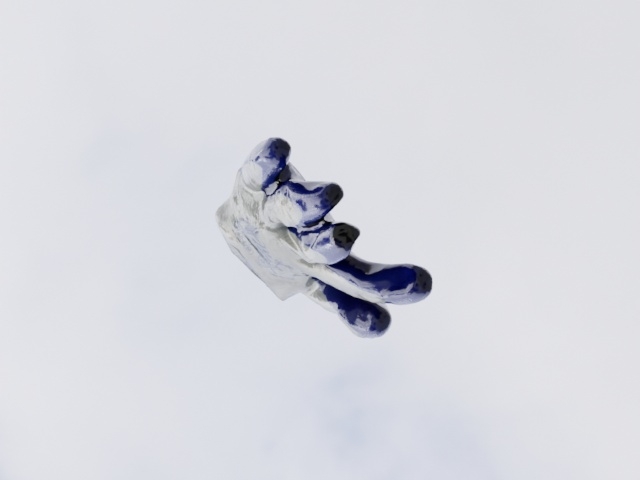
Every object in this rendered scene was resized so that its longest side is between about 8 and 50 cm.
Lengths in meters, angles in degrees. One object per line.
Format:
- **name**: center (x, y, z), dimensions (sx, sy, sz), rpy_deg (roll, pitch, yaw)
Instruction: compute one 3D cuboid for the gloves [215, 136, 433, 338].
- **gloves**: center (0.000, 0.000, 0.484), dimensions (0.026, 0.086, 0.064), rpy_deg (-43, -86, -16)
